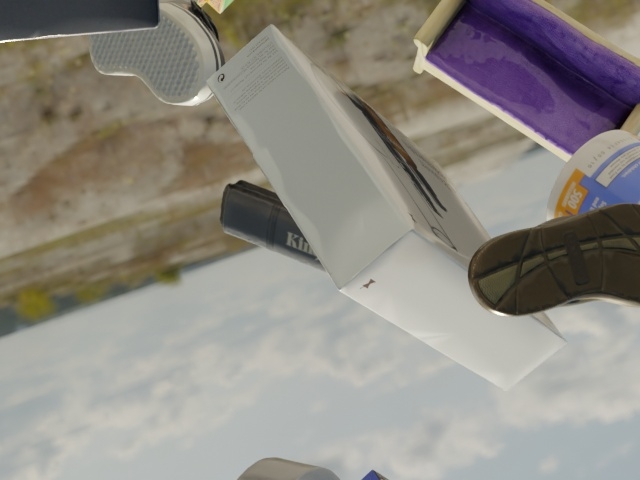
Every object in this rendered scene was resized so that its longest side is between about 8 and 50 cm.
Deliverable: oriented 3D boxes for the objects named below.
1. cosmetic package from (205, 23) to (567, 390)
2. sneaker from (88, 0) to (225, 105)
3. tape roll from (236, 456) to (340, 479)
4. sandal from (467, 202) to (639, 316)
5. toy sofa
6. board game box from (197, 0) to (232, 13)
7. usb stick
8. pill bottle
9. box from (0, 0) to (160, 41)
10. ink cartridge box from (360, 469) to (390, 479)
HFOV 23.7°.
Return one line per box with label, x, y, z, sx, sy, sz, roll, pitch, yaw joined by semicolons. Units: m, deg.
cosmetic package;0.075;-0.023;1.530;0.097;0.284;0.377;-39;147;13
sneaker;-0.182;-0.253;1.978;0.127;0.126;0.321;-7;-161;-31
tape roll;-0.047;0.371;1.814;0.072;0.219;0.219;8;-165;31
sandal;0.209;0.024;1.244;0.219;0.090;0.060;-11;173;-25
toy sofa;0.327;-0.255;2.321;0.150;0.363;0.177;-54;173;-14
board game box;-0.070;-0.408;2.060;0.259;0.039;0.124;-44;177;-14
usb stick;0.000;0.000;1.878;0.278;0.077;0.045;22;-154;20
pill bottle;0.393;0.003;1.672;0.152;0.152;0.272;-20;-137;-35
box;-0.303;-0.311;1.317;0.296;0.182;0.294;-6;-142;-8
ink cartridge box;0.128;0.377;1.982;0.046;0.097;0.207;-43;137;7
